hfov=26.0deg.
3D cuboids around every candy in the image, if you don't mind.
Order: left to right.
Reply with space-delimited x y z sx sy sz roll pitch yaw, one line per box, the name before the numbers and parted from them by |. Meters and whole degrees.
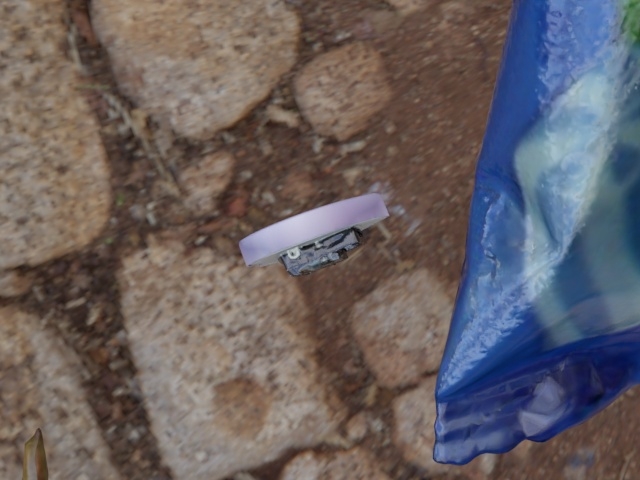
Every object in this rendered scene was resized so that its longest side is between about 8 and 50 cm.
candy | 0.133 -0.072 0.495 0.077 0.187 0.331 39 130 46

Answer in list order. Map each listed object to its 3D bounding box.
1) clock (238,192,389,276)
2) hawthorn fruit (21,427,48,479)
clock | 0.000 0.000 1.622 0.172 0.198 0.064 -20 87 6
hawthorn fruit | -0.150 0.249 0.748 0.277 0.277 0.298 -7 72 22
